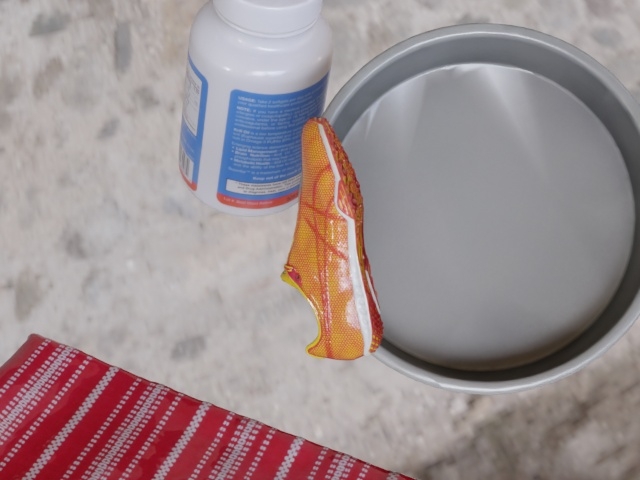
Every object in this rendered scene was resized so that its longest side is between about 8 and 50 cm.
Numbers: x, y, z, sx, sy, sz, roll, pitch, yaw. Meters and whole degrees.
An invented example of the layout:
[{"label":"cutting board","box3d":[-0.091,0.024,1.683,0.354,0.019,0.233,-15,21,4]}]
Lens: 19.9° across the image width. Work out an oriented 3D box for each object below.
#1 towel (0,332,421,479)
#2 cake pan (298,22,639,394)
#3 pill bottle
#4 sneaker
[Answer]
[{"label":"towel","box3d":[-0.074,0.138,0.990,0.275,0.199,0.031,20,116,9]},{"label":"cake pan","box3d":[0.129,-0.024,1.447,0.293,0.054,0.293,0,84,0]},{"label":"pill bottle","box3d":[-0.054,-0.138,1.566,0.124,0.124,0.221,-2,136,-13]},{"label":"sneaker","box3d":[0.000,0.000,1.293,0.067,0.064,0.175,-7,91,11]}]
